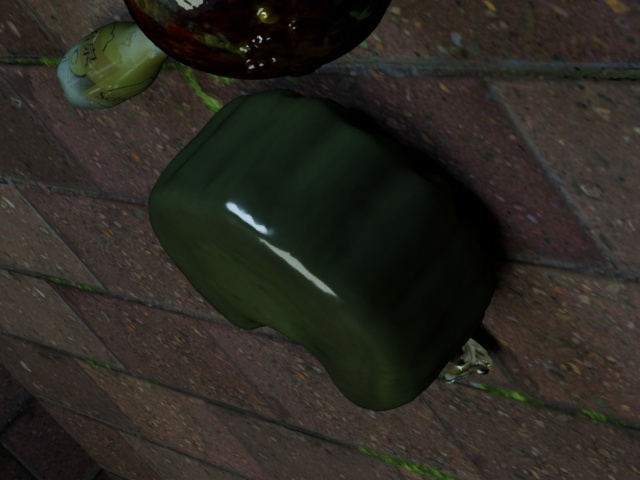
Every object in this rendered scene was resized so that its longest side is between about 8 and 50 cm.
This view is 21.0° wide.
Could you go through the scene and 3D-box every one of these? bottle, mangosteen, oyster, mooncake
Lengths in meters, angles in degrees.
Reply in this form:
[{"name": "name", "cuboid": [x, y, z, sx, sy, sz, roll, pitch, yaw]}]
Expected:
[{"name": "bottle", "cuboid": [-0.203, -0.193, 1.818, 0.083, 0.083, 0.269, 47, 157, -15]}, {"name": "mangosteen", "cuboid": [-0.051, -0.263, 1.278, 0.231, 0.231, 0.289, 156, 104, -68]}, {"name": "oyster", "cuboid": [0.125, 0.116, 1.917, 0.108, 0.053, 0.165, 26, 155, -13]}, {"name": "mooncake", "cuboid": [0.000, 0.000, 1.713, 0.351, 0.187, 0.351, 38, 163, 14]}]
